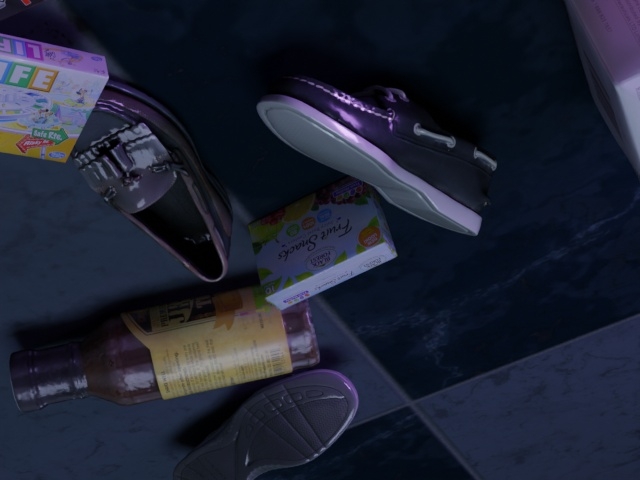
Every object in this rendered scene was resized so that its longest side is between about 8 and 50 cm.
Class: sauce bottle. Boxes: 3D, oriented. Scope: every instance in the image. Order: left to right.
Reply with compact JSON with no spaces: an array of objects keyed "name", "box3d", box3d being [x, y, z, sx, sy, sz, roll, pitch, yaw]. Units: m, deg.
[{"name":"sauce bottle","box3d":[-0.177,0.127,1.207,0.345,0.111,0.111,-12,146,-7]}]

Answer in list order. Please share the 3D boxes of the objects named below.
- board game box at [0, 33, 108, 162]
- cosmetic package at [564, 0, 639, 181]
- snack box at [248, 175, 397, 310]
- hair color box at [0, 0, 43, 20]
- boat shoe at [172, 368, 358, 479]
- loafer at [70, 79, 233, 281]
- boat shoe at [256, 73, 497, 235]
[{"name":"board game box","box3d":[-0.258,-0.115,0.824,0.154,0.026,0.103,8,138,-32]},{"name":"cosmetic package","box3d":[0.430,-0.212,0.928,0.385,0.156,0.217,-24,145,11]},{"name":"snack box","box3d":[0.000,0.000,1.105,0.141,0.100,0.037,-26,145,15]},{"name":"hair color box","box3d":[-0.284,-0.185,0.779,0.141,0.043,0.072,-22,146,10]},{"name":"boat shoe","box3d":[-0.073,0.264,1.465,0.320,0.103,0.118,-40,94,27]},{"name":"loafer","box3d":[-0.151,-0.050,0.987,0.096,0.084,0.267,-24,145,13]},{"name":"boat shoe","box3d":[0.063,-0.097,1.005,0.114,0.091,0.302,16,171,42]}]
